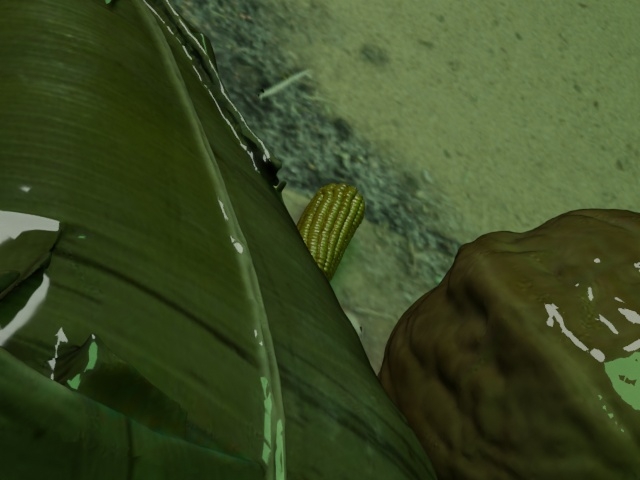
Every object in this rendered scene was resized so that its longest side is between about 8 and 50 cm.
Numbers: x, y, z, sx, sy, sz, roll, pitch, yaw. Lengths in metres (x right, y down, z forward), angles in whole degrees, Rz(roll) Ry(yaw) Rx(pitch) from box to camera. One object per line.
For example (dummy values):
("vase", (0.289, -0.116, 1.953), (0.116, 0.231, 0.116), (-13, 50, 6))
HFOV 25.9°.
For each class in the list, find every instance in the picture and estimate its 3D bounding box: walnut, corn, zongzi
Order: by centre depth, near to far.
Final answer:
("zongzi", (-0.049, 0.025, 0.608), (0.418, 0.181, 0.447), (33, 32, -28))
("walnut", (0.136, 0.087, 0.740), (0.228, 0.228, 0.228), (21, 46, -23))
("corn", (0.000, 0.000, 0.841), (0.037, 0.037, 0.092), (35, 41, -9))
